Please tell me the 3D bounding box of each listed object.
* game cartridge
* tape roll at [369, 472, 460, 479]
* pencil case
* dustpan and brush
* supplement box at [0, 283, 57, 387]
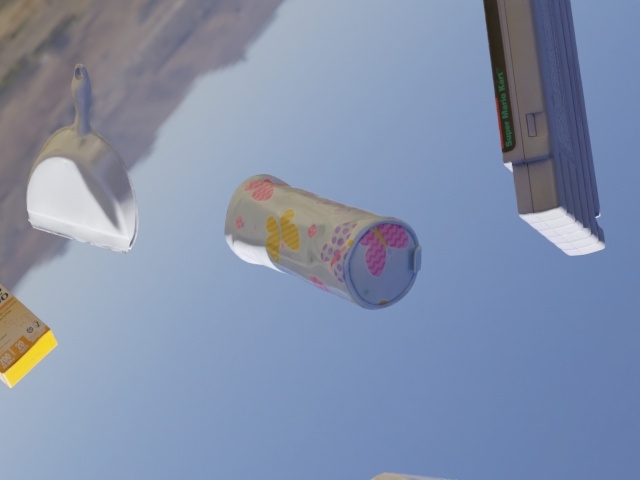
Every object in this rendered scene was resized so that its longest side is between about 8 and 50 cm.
[{"bbox_3d":[0.240,-0.176,1.897,0.068,0.355,0.230,-12,164,24],"label":"game cartridge"},{"bbox_3d":[0.112,0.422,2.074,0.286,0.100,0.286,-171,-90,-66],"label":"tape roll"},{"bbox_3d":[0.000,0.000,2.078,0.273,0.124,0.113,21,-80,52],"label":"pencil case"},{"bbox_3d":[-0.274,-0.100,1.976,0.060,0.147,0.211,-52,148,-44],"label":"dustpan and brush"},{"bbox_3d":[-0.302,0.080,1.608,0.062,0.098,0.036,-45,158,-17],"label":"supplement box"}]
